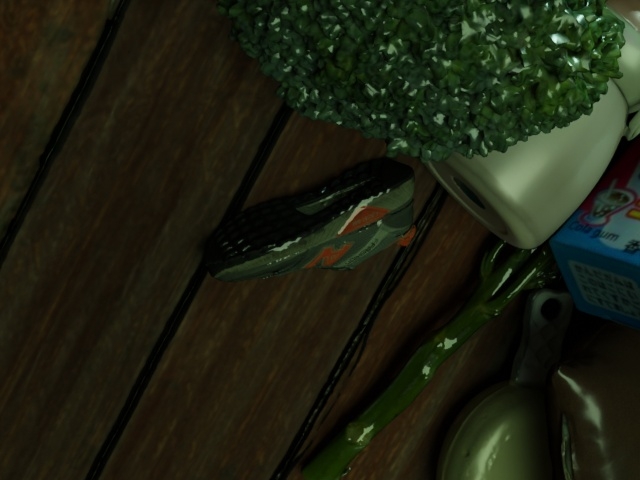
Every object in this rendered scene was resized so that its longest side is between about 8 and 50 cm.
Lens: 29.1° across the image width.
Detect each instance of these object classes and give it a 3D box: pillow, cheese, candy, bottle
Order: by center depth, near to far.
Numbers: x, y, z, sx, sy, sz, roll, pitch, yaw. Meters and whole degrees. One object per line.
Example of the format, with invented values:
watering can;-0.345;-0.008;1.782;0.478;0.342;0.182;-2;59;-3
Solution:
bottle;0.203;-0.122;1.035;0.236;0.147;0.147;-46;119;-3
candy;0.352;-0.053;1.052;0.306;0.157;0.100;-45;127;-19
pillow;0.305;0.189;1.160;0.305;0.108;0.308;-31;119;-44
cheese;0.181;0.173;1.188;0.163;0.071;0.249;-16;110;-18

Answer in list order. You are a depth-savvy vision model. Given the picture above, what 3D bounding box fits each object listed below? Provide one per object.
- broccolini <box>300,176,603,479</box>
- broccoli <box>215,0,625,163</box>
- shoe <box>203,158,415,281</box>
broccolini;0.130;0.088;1.151;0.074;0.079;0.392;36;104;-28
broccoli;0.046;-0.207;0.907;0.375;0.302;0.249;30;121;1
shoe;-0.001;0.001;1.054;0.194;0.074;0.077;-25;123;-11
